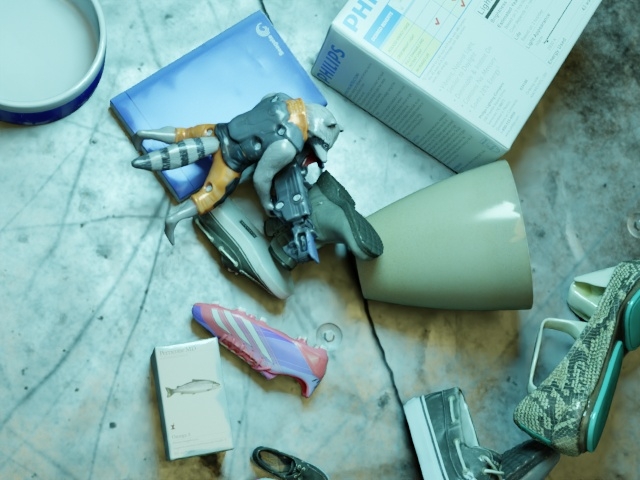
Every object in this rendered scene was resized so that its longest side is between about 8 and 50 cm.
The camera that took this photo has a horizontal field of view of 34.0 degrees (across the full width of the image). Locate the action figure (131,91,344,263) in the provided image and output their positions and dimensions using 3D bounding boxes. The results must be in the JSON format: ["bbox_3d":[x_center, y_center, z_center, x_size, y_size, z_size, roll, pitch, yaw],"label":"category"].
[{"bbox_3d":[-0.114,-0.114,1.666,0.330,0.178,0.341,-23,57,0],"label":"action figure"}]

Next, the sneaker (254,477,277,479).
[{"bbox_3d":[-0.026,0.482,1.664,0.103,0.111,0.252,-40,88,-17],"label":"sneaker"}]

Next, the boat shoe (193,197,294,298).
[{"bbox_3d":[-0.130,0.019,1.768,0.070,0.077,0.219,-42,81,24],"label":"boat shoe"}]

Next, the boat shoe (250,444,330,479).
[{"bbox_3d":[-0.049,0.378,1.719,0.142,0.040,0.049,24,74,-6],"label":"boat shoe"}]

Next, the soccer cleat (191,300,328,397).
[{"bbox_3d":[-0.105,0.176,1.734,0.248,0.083,0.095,24,79,-9],"label":"soccer cleat"}]

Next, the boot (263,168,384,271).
[{"bbox_3d":[0.000,0.000,1.715,0.161,0.246,0.083,-42,125,8],"label":"boot"}]

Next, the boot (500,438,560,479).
[{"bbox_3d":[0.321,0.507,1.745,0.338,0.118,0.223,-43,92,-6],"label":"boot"}]

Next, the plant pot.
[{"bbox_3d":[0.196,0.011,1.763,0.273,0.256,0.257,-9,80,4],"label":"plant pot"}]

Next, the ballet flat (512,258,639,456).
[{"bbox_3d":[0.474,0.159,1.806,0.182,0.164,0.483,19,51,31],"label":"ballet flat"}]

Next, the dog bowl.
[{"bbox_3d":[-0.491,-0.331,1.747,0.264,0.104,0.265,2,77,-11],"label":"dog bowl"}]

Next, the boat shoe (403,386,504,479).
[{"bbox_3d":[0.230,0.363,1.659,0.119,0.121,0.335,-30,46,9],"label":"boat shoe"}]

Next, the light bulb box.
[{"bbox_3d":[0.234,-0.364,1.845,0.361,0.225,0.358,35,74,-2],"label":"light bulb box"}]

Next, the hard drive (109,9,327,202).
[{"bbox_3d":[-0.175,-0.238,1.827,0.318,0.040,0.210,-35,87,-16],"label":"hard drive"}]

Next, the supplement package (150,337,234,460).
[{"bbox_3d":[-0.207,0.256,1.679,0.105,0.105,0.179,-8,79,-13],"label":"supplement package"}]
